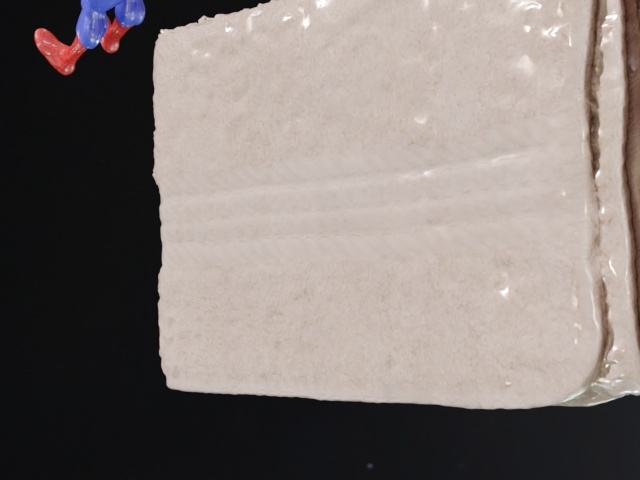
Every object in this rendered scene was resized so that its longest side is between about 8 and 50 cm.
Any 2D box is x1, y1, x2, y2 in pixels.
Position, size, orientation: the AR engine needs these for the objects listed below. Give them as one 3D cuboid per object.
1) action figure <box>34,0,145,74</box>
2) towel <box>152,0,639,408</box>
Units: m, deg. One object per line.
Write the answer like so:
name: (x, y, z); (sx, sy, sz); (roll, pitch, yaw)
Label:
action figure: (-0.173, -0.250, 0.981); (0.091, 0.280, 0.139); (-37, -82, -34)
towel: (0.023, -0.023, 0.523); (0.049, 0.282, 0.187); (1, -93, -45)
